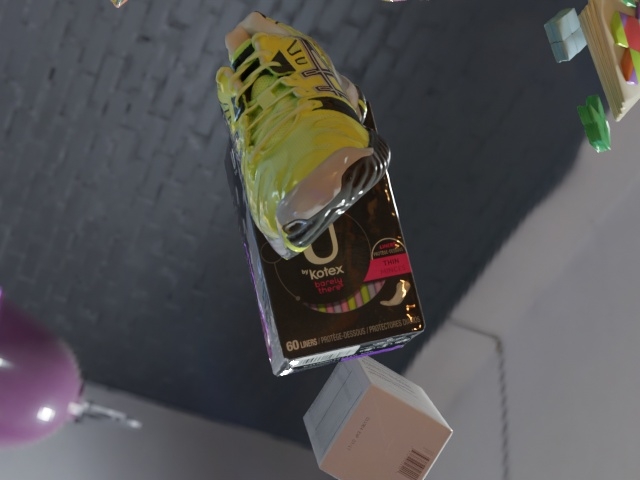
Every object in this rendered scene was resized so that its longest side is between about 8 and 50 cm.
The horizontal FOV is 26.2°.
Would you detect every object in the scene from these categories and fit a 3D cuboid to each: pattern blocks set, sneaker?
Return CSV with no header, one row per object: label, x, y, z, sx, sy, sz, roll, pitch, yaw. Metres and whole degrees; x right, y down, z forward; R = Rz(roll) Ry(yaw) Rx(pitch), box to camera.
pattern blocks set,0.365,-0.239,1.588,0.026,0.285,0.325,-6,-145,42
sneaker,-0.038,-0.105,1.273,0.145,0.147,0.384,-42,-161,8

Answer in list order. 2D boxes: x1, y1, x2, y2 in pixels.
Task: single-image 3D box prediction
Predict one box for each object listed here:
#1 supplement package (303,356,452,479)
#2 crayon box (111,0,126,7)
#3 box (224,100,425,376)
supplement package,0.075,0.258,1.934,0.139,0.134,0.244,-58,-171,5
crayon box,-0.207,-0.448,1.817,0.202,0.081,0.318,-42,179,-17
box,0.000,0.000,1.558,0.143,0.165,0.270,118,-41,-75
